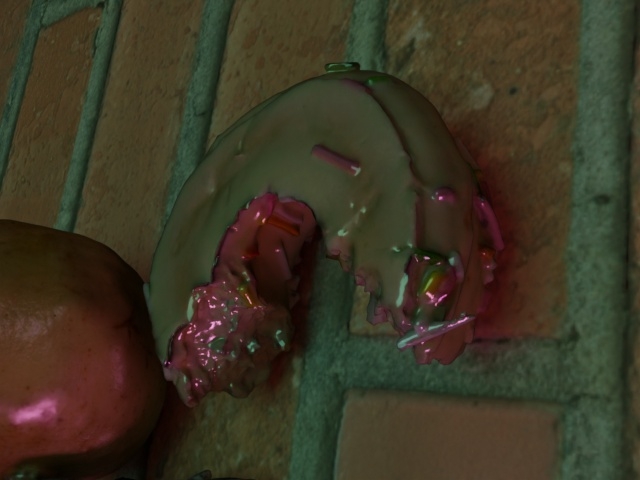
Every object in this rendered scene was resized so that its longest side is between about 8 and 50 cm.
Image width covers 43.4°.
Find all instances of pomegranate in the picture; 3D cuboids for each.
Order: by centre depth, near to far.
[{"bbox_3d":[-0.342,0.143,0.919,0.333,0.333,0.332,-18,63,38],"label":"pomegranate"}]

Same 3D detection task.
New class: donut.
[{"bbox_3d":[-0.006,-0.004,0.775,0.371,0.150,0.307,-19,61,37],"label":"donut"}]

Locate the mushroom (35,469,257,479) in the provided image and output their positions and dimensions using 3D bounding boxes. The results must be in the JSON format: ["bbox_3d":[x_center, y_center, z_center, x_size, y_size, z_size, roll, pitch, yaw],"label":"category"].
[{"bbox_3d":[-0.168,0.278,0.795,0.278,0.096,0.099,1,80,11],"label":"mushroom"}]

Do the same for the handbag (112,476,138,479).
[{"bbox_3d":[-0.281,0.433,0.892,0.332,0.075,0.191,-58,26,14],"label":"handbag"}]
